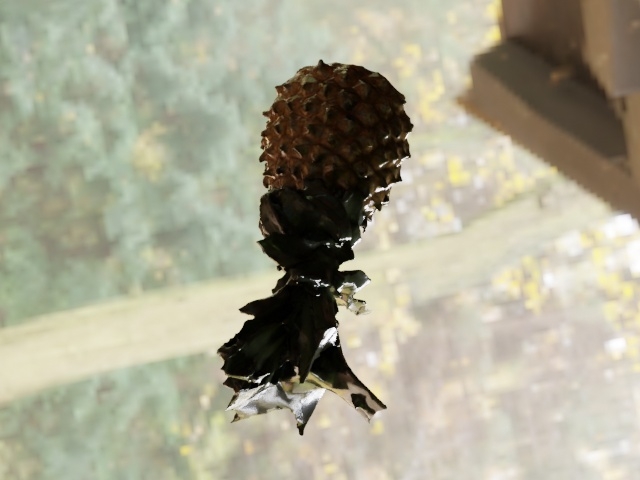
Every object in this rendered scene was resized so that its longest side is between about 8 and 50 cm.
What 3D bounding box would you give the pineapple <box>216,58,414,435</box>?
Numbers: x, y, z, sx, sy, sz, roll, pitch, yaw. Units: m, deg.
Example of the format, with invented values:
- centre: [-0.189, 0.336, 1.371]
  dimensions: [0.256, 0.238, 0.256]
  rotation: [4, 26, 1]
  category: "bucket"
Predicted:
- centre: [0.000, 0.000, 1.288]
  dimensions: [0.130, 0.119, 0.277]
  rotation: [113, -11, -53]
  category: "pineapple"
